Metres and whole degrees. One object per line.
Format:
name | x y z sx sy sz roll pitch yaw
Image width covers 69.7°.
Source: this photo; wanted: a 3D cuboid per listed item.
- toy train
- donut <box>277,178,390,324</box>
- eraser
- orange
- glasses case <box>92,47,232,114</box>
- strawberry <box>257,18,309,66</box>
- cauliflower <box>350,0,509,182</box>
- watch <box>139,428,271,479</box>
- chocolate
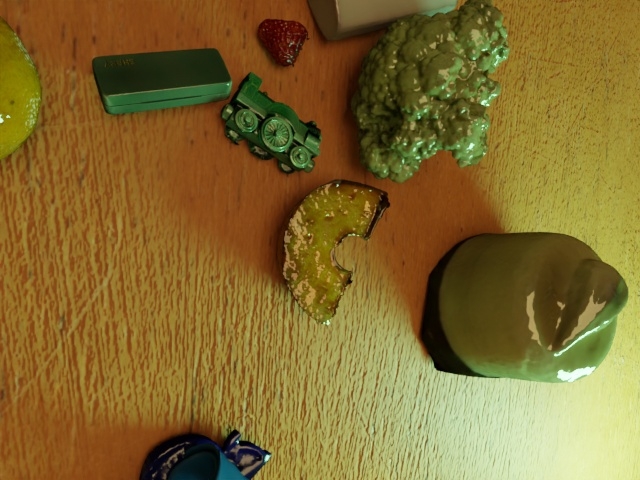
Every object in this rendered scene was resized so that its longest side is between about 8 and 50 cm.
toy train | -0.076 -0.185 0.762 0.178 0.071 0.104 30 70 -24
donut | -0.001 -0.006 0.794 0.152 0.101 0.259 32 81 -24
eraser | 0.107 -0.468 0.812 0.270 0.095 0.174 -23 98 -24
orange | -0.446 -0.186 0.520 0.224 0.170 0.224 -1 93 -27
glasses case | -0.229 -0.237 0.678 0.184 0.039 0.078 -16 69 -24
strawberry | -0.064 -0.330 0.757 0.083 0.073 0.073 21 85 -13
cauliflower | 0.205 -0.240 0.788 0.281 0.260 0.327 20 120 -24
watch | -0.178 0.392 0.688 0.171 0.200 0.196 45 79 -19
chocolate | 0.411 0.144 0.908 0.314 0.297 0.326 11 90 -22
